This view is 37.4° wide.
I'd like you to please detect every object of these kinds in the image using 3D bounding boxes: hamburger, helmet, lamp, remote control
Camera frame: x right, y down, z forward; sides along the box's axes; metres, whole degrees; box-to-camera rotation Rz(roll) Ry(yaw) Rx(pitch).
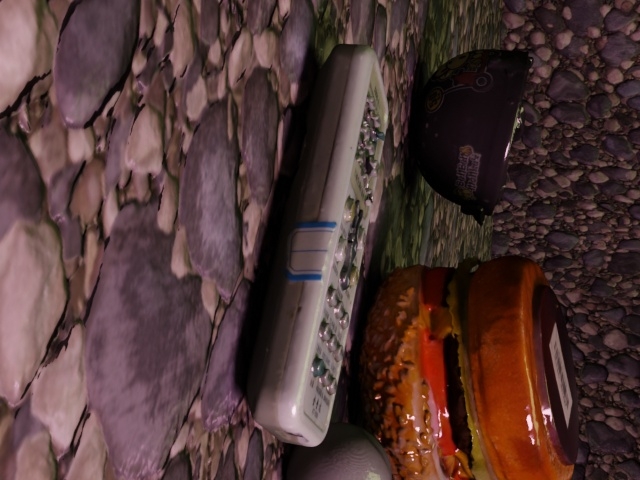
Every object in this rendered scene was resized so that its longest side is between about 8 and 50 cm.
[{"bbox_3d":[0.189,0.180,1.231,0.330,0.250,0.330,-10,90,-67],"label":"hamburger"},{"bbox_3d":[0.215,-0.162,1.405,0.279,0.160,0.231,100,7,-47],"label":"helmet"},{"bbox_3d":[0.018,0.228,0.911,0.105,0.105,0.105,7,90,-76],"label":"lamp"},{"bbox_3d":[0.000,0.000,0.806,0.128,0.065,0.336,60,39,-64],"label":"remote control"}]
